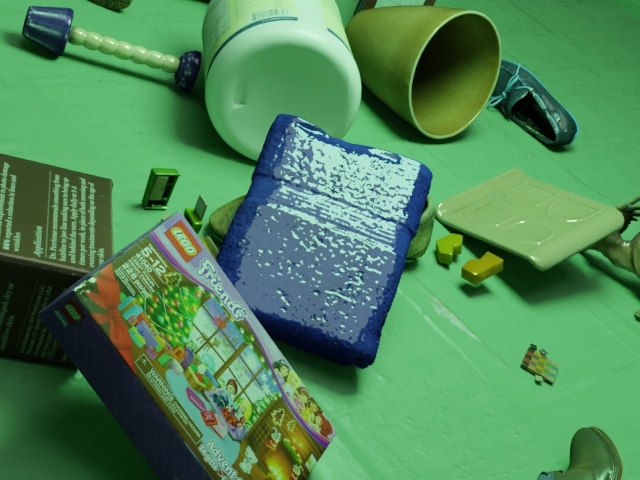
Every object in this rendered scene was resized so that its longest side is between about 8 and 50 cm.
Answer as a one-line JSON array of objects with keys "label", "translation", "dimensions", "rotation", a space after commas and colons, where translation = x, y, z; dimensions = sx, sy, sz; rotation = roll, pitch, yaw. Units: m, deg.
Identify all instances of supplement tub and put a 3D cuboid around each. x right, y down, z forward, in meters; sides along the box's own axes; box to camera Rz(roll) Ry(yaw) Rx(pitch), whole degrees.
[{"label": "supplement tub", "translation": [-0.070, -0.294, 1.707], "dimensions": [0.235, 0.235, 0.325], "rotation": [15, 32, -18]}]

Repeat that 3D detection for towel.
[{"label": "towel", "translation": [0.000, 0.000, 1.362], "dimensions": [0.228, 0.076, 0.308], "rotation": [20, 58, 0]}]

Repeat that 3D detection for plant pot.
[{"label": "plant pot", "translation": [0.165, -0.344, 2.001], "dimensions": [0.237, 0.237, 0.254], "rotation": [-6, 28, -42]}]

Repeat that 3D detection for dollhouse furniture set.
[{"label": "dollhouse furniture set", "translation": [-0.179, -0.027, 1.385], "dimensions": [0.076, 0.058, 0.151], "rotation": [0, 38, -36]}]

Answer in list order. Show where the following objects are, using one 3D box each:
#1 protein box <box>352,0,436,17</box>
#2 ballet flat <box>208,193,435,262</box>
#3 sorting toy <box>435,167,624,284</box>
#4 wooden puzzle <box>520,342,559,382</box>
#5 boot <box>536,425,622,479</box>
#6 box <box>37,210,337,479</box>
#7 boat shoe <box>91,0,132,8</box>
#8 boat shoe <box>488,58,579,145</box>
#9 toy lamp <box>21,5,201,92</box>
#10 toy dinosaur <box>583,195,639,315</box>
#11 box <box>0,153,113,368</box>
[{"label": "protein box", "translation": [0.161, -0.509, 2.248], "dimensions": [0.136, 0.201, 0.200], "rotation": [22, 30, -6]}, {"label": "ballet flat", "translation": [0.014, -0.043, 1.498], "dimensions": [0.349, 0.123, 0.123], "rotation": [6, 35, -30]}, {"label": "sorting toy", "translation": [0.295, -0.016, 1.689], "dimensions": [0.307, 0.041, 0.229], "rotation": [-24, 38, -32]}, {"label": "wooden puzzle", "translation": [0.304, 0.173, 1.484], "dimensions": [0.049, 0.006, 0.083], "rotation": [31, 30, 9]}, {"label": "boot", "translation": [0.283, 0.277, 1.232], "dimensions": [0.106, 0.082, 0.219], "rotation": [25, 32, -7]}, {"label": "box", "translation": [-0.118, 0.134, 1.051], "dimensions": [0.293, 0.057, 0.201], "rotation": [55, 30, -7]}, {"label": "boat shoe", "translation": [-0.407, -0.467, 1.897], "dimensions": [0.178, 0.064, 0.060], "rotation": [24, 32, 3]}, {"label": "boat shoe", "translation": [0.416, -0.291, 2.196], "dimensions": [0.258, 0.109, 0.089], "rotation": [38, 36, 24]}, {"label": "toy lamp", "translation": [-0.329, -0.305, 1.693], "dimensions": [0.275, 0.080, 0.080], "rotation": [16, 31, -20]}, {"label": "toy dinosaur", "translation": [0.569, -0.002, 1.748], "dimensions": [0.127, 0.296, 0.200], "rotation": [-3, 75, -78]}, {"label": "box", "translation": [-0.413, -0.004, 1.101], "dimensions": [0.381, 0.143, 0.191], "rotation": [15, 32, -21]}]
